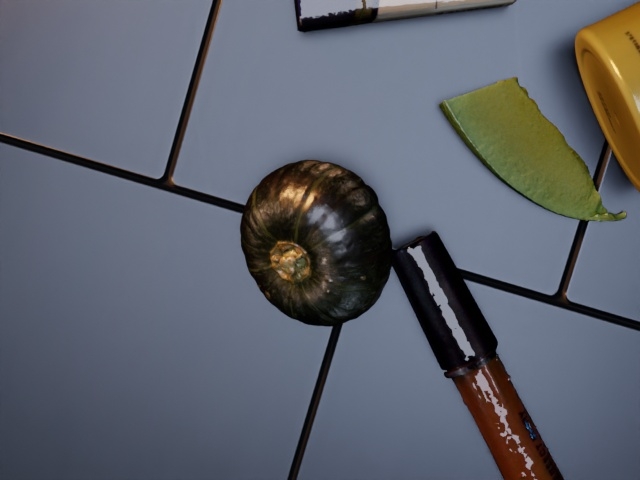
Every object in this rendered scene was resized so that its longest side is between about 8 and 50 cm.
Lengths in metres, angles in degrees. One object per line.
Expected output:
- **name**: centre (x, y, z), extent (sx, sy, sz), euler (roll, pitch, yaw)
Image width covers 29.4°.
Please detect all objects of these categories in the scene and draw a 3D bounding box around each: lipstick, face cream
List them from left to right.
- **lipstick**: centre (0.202, 0.184, 1.457), extent (0.077, 0.077, 0.418), euler (-28, 95, 4)
- **face cream**: centre (0.408, -0.171, 1.349), extent (0.179, 0.218, 0.218), euler (-24, 94, 4)

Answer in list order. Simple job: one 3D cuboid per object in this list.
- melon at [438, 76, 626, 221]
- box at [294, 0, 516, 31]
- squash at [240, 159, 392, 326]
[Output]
- **melon**: centre (0.258, -0.102, 1.456), extent (0.261, 0.053, 0.114), euler (40, 76, -6)
- **box**: centre (0.091, -0.340, 1.416), extent (0.259, 0.071, 0.168), euler (-8, 95, 1)
- **squash**: centre (-0.002, 0.003, 1.402), extent (0.193, 0.156, 0.193), euler (5, 97, 44)
